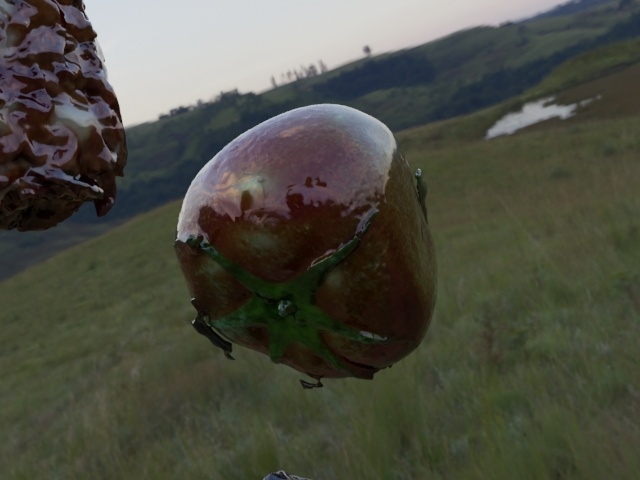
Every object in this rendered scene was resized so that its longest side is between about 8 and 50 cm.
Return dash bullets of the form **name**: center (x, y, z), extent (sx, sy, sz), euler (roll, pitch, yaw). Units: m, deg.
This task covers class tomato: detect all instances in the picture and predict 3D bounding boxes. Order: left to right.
- **tomato**: center (0.000, 0.000, 0.895), extent (0.303, 0.303, 0.239), euler (-14, 33, 36)

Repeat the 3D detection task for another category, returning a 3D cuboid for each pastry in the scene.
- **pastry**: center (-0.149, -0.102, 0.348), extent (0.097, 0.209, 0.115), euler (-11, -12, -37)

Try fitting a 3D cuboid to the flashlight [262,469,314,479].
- **flashlight**: center (-0.092, 0.407, 0.838), extent (0.103, 0.103, 0.424), euler (-35, -26, -57)
